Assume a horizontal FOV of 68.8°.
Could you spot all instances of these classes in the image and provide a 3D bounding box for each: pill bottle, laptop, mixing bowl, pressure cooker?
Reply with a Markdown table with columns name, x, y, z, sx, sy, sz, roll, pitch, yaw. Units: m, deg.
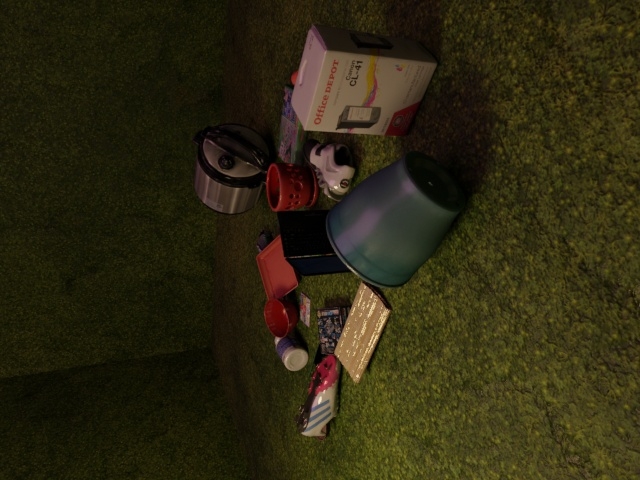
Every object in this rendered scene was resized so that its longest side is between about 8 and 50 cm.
| name | x | y | z | sx | sy | sz | roll | pitch | yaw |
| --- | --- | --- | --- | --- | --- | --- | --- | --- | --- |
| pill bottle | -0.138 | 0.490 | 2.102 | 0.187 | 0.112 | 0.111 | -142 | 52 | -59 |
| laptop | 0.000 | 0.000 | 1.572 | 0.136 | 0.235 | 0.264 | 142 | 121 | -60 |
| mixing bowl | -0.164 | 0.344 | 2.131 | 0.181 | 0.098 | 0.181 | 12 | 107 | 47 |
| pressure cooker | -0.429 | -0.366 | 2.322 | 0.420 | 0.370 | 0.375 | 121 | 136 | -57 |

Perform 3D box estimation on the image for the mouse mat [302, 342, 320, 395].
| name | x | y | z | sx | sy | sz | roll | pitch | yaw |
| --- | --- | --- | --- | --- | --- | --- | --- | --- | --- |
| mouse mat | -0.035 | 0.512 | 1.882 | 0.189 | 0.007 | 0.152 | -67 | -5 | -52 |

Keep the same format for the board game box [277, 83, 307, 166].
| name | x | y | z | sx | sy | sz | roll | pitch | yaw |
| --- | --- | --- | --- | --- | --- | --- | --- | --- | --- |
| board game box | -0.116 | -0.481 | 1.994 | 0.213 | 0.046 | 0.317 | -130 | 43 | -52 |

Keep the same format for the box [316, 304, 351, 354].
| name | x | y | z | sx | sy | sz | roll | pitch | yaw |
| --- | --- | --- | --- | --- | --- | --- | --- | --- | --- |
| box | 0.054 | 0.331 | 1.722 | 0.220 | 0.051 | 0.175 | 156 | 109 | -65 |

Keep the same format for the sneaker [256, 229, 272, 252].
| name | x | y | z | sx | sy | sz | roll | pitch | yaw |
| --- | --- | --- | --- | --- | --- | --- | --- | --- | --- |
| sneaker | -0.281 | 0.007 | 2.396 | 0.224 | 0.083 | 0.098 | -153 | 67 | -63 |

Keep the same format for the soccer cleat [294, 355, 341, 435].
| name | x | y | z | sx | sy | sz | roll | pitch | yaw |
| --- | --- | --- | --- | --- | --- | --- | --- | --- | --- |
| soccer cleat | 0.020 | 0.592 | 1.784 | 0.331 | 0.143 | 0.116 | -66 | 22 | 4 |

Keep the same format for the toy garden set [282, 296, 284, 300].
| name | x | y | z | sx | sy | sz | roll | pitch | yaw |
| --- | --- | --- | --- | --- | --- | --- | --- | --- | --- |
| toy garden set | -0.222 | 0.192 | 2.325 | 0.204 | 0.049 | 0.244 | -174 | 82 | -66 |

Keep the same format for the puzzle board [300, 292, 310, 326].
| name | x | y | z | sx | sy | sz | roll | pitch | yaw |
| --- | --- | --- | --- | --- | --- | --- | --- | --- | --- |
| puzzle board | -0.068 | 0.303 | 2.044 | 0.096 | 0.011 | 0.128 | -151 | 60 | -62 |

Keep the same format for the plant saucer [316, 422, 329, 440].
| name | x | y | z | sx | sy | sz | roll | pitch | yaw |
| --- | --- | --- | --- | --- | --- | --- | --- | --- | --- |
| plant saucer | -0.002 | 0.738 | 1.935 | 0.168 | 0.029 | 0.168 | 177 | 90 | -66 |

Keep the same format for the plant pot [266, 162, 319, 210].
| name | x | y | z | sx | sy | sz | roll | pitch | yaw |
| --- | --- | --- | --- | --- | --- | --- | --- | --- | --- |
| plant pot | -0.109 | -0.213 | 1.860 | 0.191 | 0.174 | 0.191 | 176 | 90 | -65 |

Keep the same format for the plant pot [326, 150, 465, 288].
| name | x | y | z | sx | sy | sz | roll | pitch | yaw |
| --- | --- | --- | --- | --- | --- | --- | --- | --- | --- |
| plant pot | 0.196 | -0.064 | 1.125 | 0.255 | 0.272 | 0.271 | -47 | 49 | 38 |

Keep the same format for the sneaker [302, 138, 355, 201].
| name | x | y | z | sx | sy | sz | roll | pitch | yaw |
| --- | --- | --- | --- | --- | --- | --- | --- | --- | --- |
| sneaker | 0.042 | -0.285 | 1.612 | 0.146 | 0.123 | 0.330 | -57 | 39 | 27 |

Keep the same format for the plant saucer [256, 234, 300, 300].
| name | x | y | z | sx | sy | sz | roll | pitch | yaw |
| --- | --- | --- | --- | --- | --- | --- | --- | --- | --- |
| plant saucer | -0.191 | 0.137 | 2.173 | 0.259 | 0.048 | 0.258 | -39 | 63 | 44 |

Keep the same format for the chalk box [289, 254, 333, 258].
| name | x | y | z | sx | sy | sz | roll | pitch | yaw |
| --- | --- | --- | --- | --- | --- | --- | --- | --- | --- |
| chalk box | -0.031 | 0.035 | 1.777 | 0.213 | 0.132 | 0.132 | -149 | 59 | -60 |

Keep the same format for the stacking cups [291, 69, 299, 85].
| name | x | y | z | sx | sy | sz | roll | pitch | yaw |
| --- | --- | --- | --- | --- | --- | --- | --- | --- | --- |
| stacking cups | -0.029 | -0.600 | 1.742 | 0.316 | 0.096 | 0.095 | -147 | 56 | -65 |

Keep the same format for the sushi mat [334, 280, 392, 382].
| name | x | y | z | sx | sy | sz | roll | pitch | yaw |
| --- | --- | --- | --- | --- | --- | --- | --- | --- | --- |
| sushi mat | 0.130 | 0.298 | 1.518 | 0.151 | 0.019 | 0.316 | 47 | 128 | 44 |

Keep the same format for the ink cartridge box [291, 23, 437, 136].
| name | x | y | z | sx | sy | sz | roll | pitch | yaw |
| --- | --- | --- | --- | --- | --- | --- | --- | --- | --- |
| ink cartridge box | 0.106 | -0.395 | 1.188 | 0.226 | 0.307 | 0.131 | 110 | 147 | -43 |
